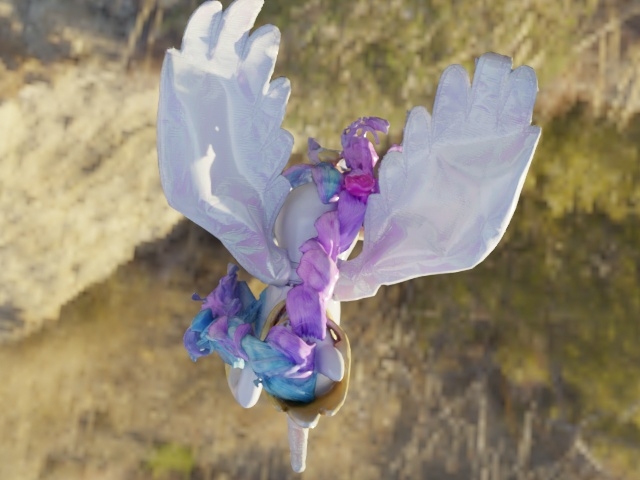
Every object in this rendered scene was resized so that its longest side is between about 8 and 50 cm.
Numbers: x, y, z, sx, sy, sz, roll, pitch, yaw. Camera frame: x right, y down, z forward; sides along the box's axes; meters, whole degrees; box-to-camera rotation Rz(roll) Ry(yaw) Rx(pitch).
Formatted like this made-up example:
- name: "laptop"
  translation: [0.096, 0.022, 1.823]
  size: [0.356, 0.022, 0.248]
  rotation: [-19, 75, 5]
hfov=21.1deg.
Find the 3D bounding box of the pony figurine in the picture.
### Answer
- name: "pony figurine"
  translation: [0.000, 0.000, 1.425]
  size: [0.302, 0.351, 0.363]
  rotation: [10, 179, -4]
